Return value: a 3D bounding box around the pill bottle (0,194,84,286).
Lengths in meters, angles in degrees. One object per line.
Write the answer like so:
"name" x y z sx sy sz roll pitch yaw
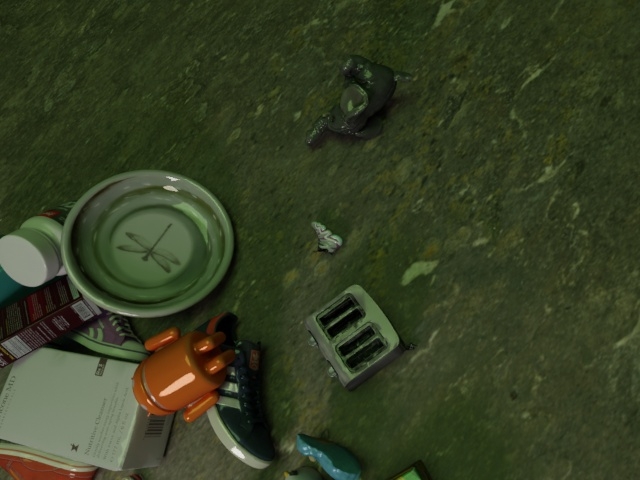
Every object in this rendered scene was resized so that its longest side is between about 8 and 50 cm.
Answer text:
"pill bottle" -0.659 -0.009 1.114 0.162 0.283 0.161 6 115 12

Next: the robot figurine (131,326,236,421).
"robot figurine" -0.279 0.267 0.859 0.220 0.158 0.128 -31 33 10

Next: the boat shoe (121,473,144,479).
"boat shoe" -0.396 0.580 0.939 0.049 0.043 0.137 -35 64 -2

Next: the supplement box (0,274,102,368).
"supplement box" -0.674 0.184 1.039 0.240 0.073 0.130 -31 43 -20

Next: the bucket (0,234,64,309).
"bucket" -0.849 0.131 1.143 0.183 0.281 0.280 17 74 18

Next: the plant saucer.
"plant saucer" -0.428 0.010 1.099 0.401 0.100 0.399 7 65 -15

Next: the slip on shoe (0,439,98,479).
"slip on shoe" -0.680 0.529 1.009 0.332 0.123 0.101 6 74 14

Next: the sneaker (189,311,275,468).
"sneaker" -0.172 0.305 0.935 0.148 0.131 0.350 -39 63 3

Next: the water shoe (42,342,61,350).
"water shoe" -0.801 0.317 1.152 0.203 0.073 0.080 -6 69 15

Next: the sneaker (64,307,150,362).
"sneaker" -0.533 0.207 1.104 0.282 0.102 0.160 16 71 22

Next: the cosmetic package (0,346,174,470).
"cosmetic package" -0.541 0.379 1.001 0.386 0.156 0.217 2 67 17

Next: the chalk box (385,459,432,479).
"chalk box" 0.175 0.522 0.743 0.132 0.132 0.213 -33 64 2

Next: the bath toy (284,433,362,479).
"bath toy" -0.047 0.555 0.796 0.129 0.151 0.347 24 77 -16

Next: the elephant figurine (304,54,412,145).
"elephant figurine" 0.091 -0.342 1.130 0.170 0.186 0.239 22 85 -21

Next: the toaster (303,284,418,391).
"toaster" 0.079 0.203 0.914 0.186 0.110 0.168 -36 64 0

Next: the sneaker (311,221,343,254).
"sneaker" 0.000 0.000 1.061 0.098 0.038 0.069 35 81 26
